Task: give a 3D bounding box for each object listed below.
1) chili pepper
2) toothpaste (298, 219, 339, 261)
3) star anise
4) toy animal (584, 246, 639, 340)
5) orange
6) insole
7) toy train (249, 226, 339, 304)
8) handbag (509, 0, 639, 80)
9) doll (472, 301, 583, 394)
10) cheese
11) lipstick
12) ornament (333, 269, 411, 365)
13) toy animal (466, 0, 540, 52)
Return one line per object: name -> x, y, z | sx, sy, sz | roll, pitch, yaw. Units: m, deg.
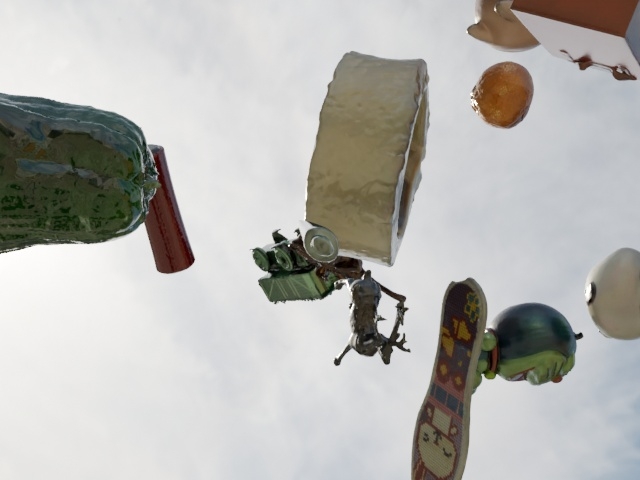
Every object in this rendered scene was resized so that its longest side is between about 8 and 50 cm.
chili pepper -> -0.387, -0.090, 0.969 | 0.385, 0.213, 0.167 | 4, -26, -4
toothpaste -> 0.000, 0.000, 0.984 | 0.067, 0.255, 0.037 | 39, -88, -4
star anise -> 0.042, 0.052, 1.580 | 0.234, 0.073, 0.177 | 40, -17, -20
toy animal -> 0.697, 0.108, 1.687 | 0.266, 0.212, 0.212 | 0, -44, 38
orange -> 0.358, -0.287, 1.584 | 0.117, 0.135, 0.135 | 2, -41, -11
insole -> 0.096, 0.122, 0.606 | 0.004, 0.065, 0.197 | 1, -74, -28
toy train -> -0.061, 0.057, 1.780 | 0.269, 0.115, 0.154 | -11, -68, 55
handbag -> 0.298, -0.232, 0.881 | 0.127, 0.063, 0.190 | 25, 7, 30
doll -> 0.427, 0.239, 1.788 | 0.322, 0.186, 0.198 | -8, -21, -6
cheese -> 0.082, -0.134, 1.316 | 0.153, 0.332, 0.292 | 13, -15, 12
lipstick -> -0.293, -0.055, 1.465 | 0.080, 0.080, 0.241 | -2, -63, 21
ornament -> 0.038, 0.058, 0.607 | 0.028, 0.073, 0.125 | 4, -11, -16
toy animal -> 0.292, -0.399, 1.190 | 0.154, 0.250, 0.166 | 11, -20, -32
